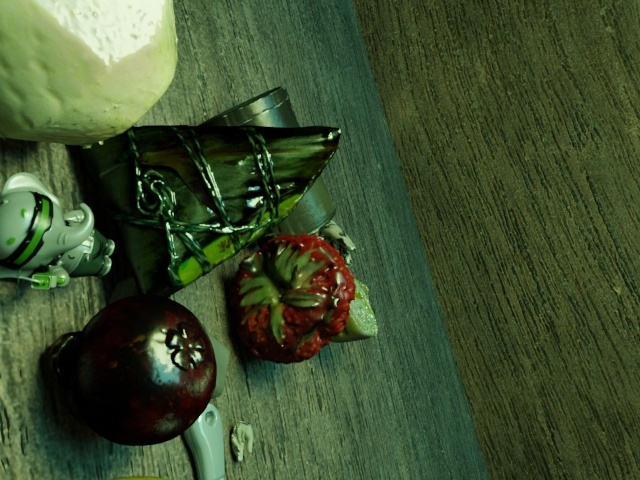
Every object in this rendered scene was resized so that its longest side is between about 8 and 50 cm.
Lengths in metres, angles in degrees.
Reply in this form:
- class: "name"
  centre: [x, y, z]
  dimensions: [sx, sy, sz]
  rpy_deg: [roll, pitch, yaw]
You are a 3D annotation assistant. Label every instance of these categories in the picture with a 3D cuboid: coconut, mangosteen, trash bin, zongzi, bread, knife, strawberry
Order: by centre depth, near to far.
- class: "coconut"
  centre: [-0.358, -0.306, 0.756]
  dimensions: [0.352, 0.352, 0.352]
  rpy_deg: [46, 34, -44]
- class: "mangosteen"
  centre: [-0.238, 0.173, 0.794]
  dimensions: [0.210, 0.210, 0.210]
  rpy_deg: [46, 34, -44]
- class: "knife"
  centre: [-0.176, 0.429, 0.954]
  dimensions: [0.080, 0.044, 0.331]
  rpy_deg: [16, 62, -63]
- class: "zongzi"
  centre: [-0.173, -0.065, 1.032]
  dimensions: [0.362, 0.383, 0.319]
  rpy_deg: [114, -44, -72]
- class: "strawberry"
  centre: [-0.045, 0.115, 1.198]
  dimensions: [0.257, 0.261, 0.261]
  rpy_deg: [29, 47, -59]
- class: "trash bin"
  centre: [-0.109, -0.155, 1.308]
  dimensions: [0.252, 0.203, 0.301]
  rpy_deg: [-41, 112, -42]
- class: "bread"
  centre: [0.014, 0.147, 1.395]
  dimensions: [0.158, 0.260, 0.156]
  rpy_deg: [13, 103, -52]

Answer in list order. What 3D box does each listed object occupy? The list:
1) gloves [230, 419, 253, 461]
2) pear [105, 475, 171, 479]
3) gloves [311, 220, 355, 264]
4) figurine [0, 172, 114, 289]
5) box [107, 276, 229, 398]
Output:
- class: "gloves"
  centre: [-0.139, 0.354, 1.076]
  dimensions: [0.044, 0.037, 0.081]
  rpy_deg: [18, 66, -18]
- class: "pear"
  centre: [-0.213, 0.391, 0.587]
  dimensions: [0.309, 0.309, 0.309]
  rpy_deg: [46, 34, -44]
- class: "gloves"
  centre: [0.004, -0.007, 1.401]
  dimensions: [0.127, 0.212, 0.111]
  rpy_deg: [41, 62, -41]
- class: "figurine"
  centre: [-0.360, -0.006, 0.772]
  dimensions: [0.192, 0.126, 0.147]
  rpy_deg: [27, 67, -42]
- class: "box"
  centre: [-0.242, 0.163, 0.973]
  dimensions: [0.244, 0.055, 0.103]
  rpy_deg: [52, 30, -38]
